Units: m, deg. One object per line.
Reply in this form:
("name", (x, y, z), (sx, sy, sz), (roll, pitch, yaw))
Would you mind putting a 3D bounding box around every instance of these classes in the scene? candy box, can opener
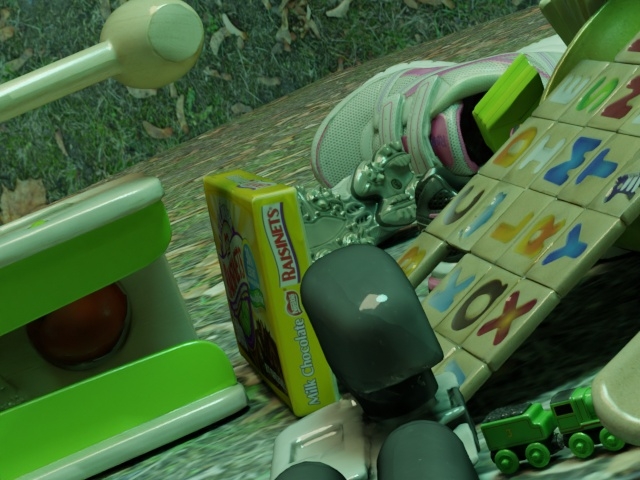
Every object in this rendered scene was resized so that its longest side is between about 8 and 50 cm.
("candy box", (-0.028, 0.020, 0.981), (0.027, 0.105, 0.206), (-10, 6, -9))
("can opener", (0.008, 0.066, 0.608), (0.076, 0.095, 0.283), (-22, 7, 4))

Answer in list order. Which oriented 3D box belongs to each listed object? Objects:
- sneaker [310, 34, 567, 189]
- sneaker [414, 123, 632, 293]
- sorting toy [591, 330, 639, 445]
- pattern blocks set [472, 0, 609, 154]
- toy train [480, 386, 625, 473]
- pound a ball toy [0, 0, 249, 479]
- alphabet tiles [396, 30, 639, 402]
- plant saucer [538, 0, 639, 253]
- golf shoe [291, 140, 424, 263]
("sneaker", (0.091, -0.083, 1.397), (0.252, 0.103, 0.111), (-17, 7, 32))
("sneaker", (0.129, -0.028, 1.005), (0.178, 0.077, 0.072), (-19, 9, 11))
("sorting toy", (0.214, 0.018, 0.627), (0.208, 0.038, 0.193), (-11, 12, 32))
("pattern blocks set", (0.205, -0.142, 1.085), (0.285, 0.026, 0.325), (-33, -27, -7))
("toy train", (0.093, 0.062, 0.674), (0.083, 0.023, 0.017), (-17, 9, 30))
("pound a ball toy", (-0.184, 0.028, 0.981), (0.319, 0.208, 0.136), (-24, 8, -13))
("alphabet tiles", (0.100, -0.019, 0.869), (0.237, 0.009, 0.198), (-47, 14, -3))
("plant saucer", (0.215, -0.076, 0.921), (0.241, 0.037, 0.241), (-26, 36, 20))
("golf shoe", (0.000, 0.000, 1.292), (0.176, 0.069, 0.086), (-25, -12, -43))
